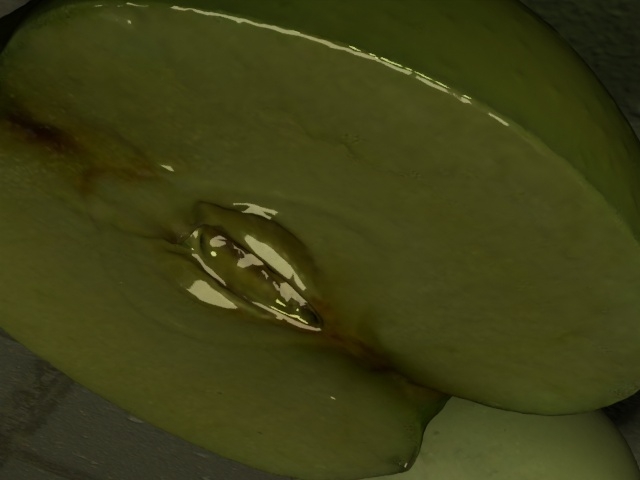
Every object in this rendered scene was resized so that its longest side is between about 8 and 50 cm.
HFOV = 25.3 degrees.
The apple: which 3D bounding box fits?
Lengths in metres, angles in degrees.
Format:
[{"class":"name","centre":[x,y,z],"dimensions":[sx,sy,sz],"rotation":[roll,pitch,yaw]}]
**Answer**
[{"class":"apple","centre":[-0.026,-0.012,0.729],"dimensions":[0.360,0.320,0.311],"rotation":[38,-175,-25]}]

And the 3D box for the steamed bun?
[{"class":"steamed bun","centre":[0.122,0.183,1.129],"dimensions":[0.283,0.177,0.283],"rotation":[17,153,9]}]
